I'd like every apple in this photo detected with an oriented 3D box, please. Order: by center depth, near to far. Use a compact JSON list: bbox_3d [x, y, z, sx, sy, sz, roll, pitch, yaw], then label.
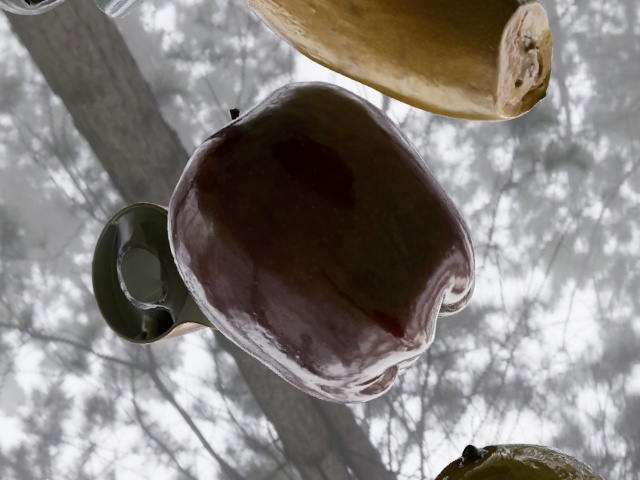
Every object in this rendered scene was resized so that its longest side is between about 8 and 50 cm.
[{"bbox_3d":[0.000,0.000,1.158,0.317,0.288,0.288,44,-108,5],"label":"apple"}]

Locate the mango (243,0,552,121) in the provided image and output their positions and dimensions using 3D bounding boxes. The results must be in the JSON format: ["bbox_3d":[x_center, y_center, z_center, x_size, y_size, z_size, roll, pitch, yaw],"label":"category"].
[{"bbox_3d":[0.028,-0.215,0.896,0.359,0.187,0.144,41,-112,4],"label":"mango"}]

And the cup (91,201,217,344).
[{"bbox_3d":[-0.154,0.054,1.521,0.226,0.264,0.182,31,-73,32],"label":"cup"}]

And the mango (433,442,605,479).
[{"bbox_3d":[0.190,0.300,0.888,0.195,0.331,0.142,-41,-160,-22],"label":"mango"}]

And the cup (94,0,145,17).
[{"bbox_3d":[-0.231,-0.347,1.450,0.116,0.074,0.104,-32,-166,46],"label":"cup"}]

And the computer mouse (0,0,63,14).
[{"bbox_3d":[-0.352,-0.361,1.101,0.158,0.310,0.072,-50,-161,-5],"label":"computer mouse"}]
